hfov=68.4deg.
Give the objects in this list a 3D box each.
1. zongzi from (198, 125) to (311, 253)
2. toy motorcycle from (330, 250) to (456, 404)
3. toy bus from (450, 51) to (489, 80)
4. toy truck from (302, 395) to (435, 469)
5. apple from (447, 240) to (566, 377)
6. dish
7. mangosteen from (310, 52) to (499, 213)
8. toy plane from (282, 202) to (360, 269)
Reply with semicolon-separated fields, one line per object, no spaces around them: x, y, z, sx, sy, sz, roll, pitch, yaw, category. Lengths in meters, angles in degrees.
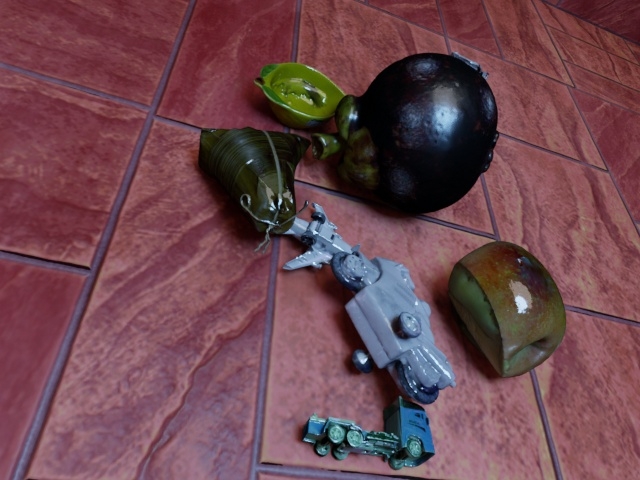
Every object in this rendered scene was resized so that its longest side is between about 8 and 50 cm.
-0.053;-0.109;0.798;0.241;0.111;0.248;-14;47;-33;zongzi
0.120;0.119;0.730;0.170;0.110;0.260;-4;54;-48;toy motorcycle
0.334;-0.338;1.152;0.097;0.138;0.343;23;48;-10;toy bus
0.063;0.254;0.641;0.175;0.067;0.081;14;46;-12;toy truck
0.314;0.109;0.790;0.207;0.173;0.188;46;6;-49;apple
-0.048;-0.286;0.973;0.207;0.080;0.149;3;59;-25;dish
0.174;-0.202;0.894;0.313;0.297;0.297;21;38;39;mangosteen
0.000;0.000;0.797;0.171;0.066;0.162;24;46;-1;toy plane
